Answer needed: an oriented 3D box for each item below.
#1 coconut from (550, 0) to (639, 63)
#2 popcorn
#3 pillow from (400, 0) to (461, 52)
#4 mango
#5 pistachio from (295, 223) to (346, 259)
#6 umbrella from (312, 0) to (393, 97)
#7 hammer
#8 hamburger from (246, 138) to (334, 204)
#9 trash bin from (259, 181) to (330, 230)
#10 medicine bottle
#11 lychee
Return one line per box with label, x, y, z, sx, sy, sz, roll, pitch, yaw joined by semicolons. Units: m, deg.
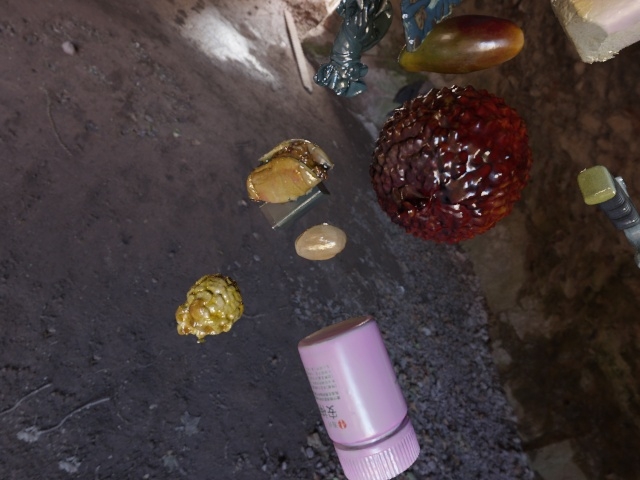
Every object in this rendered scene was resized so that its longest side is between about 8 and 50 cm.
coconut;0.915;-0.731;1.262;0.297;0.309;0.297;29;47;-37
popcorn;-0.282;0.171;1.052;0.180;0.180;0.170;23;51;-41
pillow;0.211;-0.470;0.703;0.034;0.255;0.189;30;-23;32
mango;0.279;-0.406;0.864;0.133;0.267;0.111;-52;133;-26
pistachio;0.000;0.000;1.588;0.117;0.200;0.145;-92;176;-66
umbrella;0.097;-0.535;1.043;0.143;0.349;0.094;1;40;-33
hammer;0.460;-0.056;0.644;0.226;0.041;0.159;21;51;-37
hamburger;-0.106;-0.220;1.333;0.282;0.245;0.155;21;41;10
trash bin;-0.098;-0.158;1.639;0.122;0.240;0.164;57;16;4
medicine bottle;0.079;0.322;0.867;0.178;0.178;0.291;-15;84;-61
lychee;0.331;-0.187;1.109;0.424;0.424;0.500;47;61;-4
